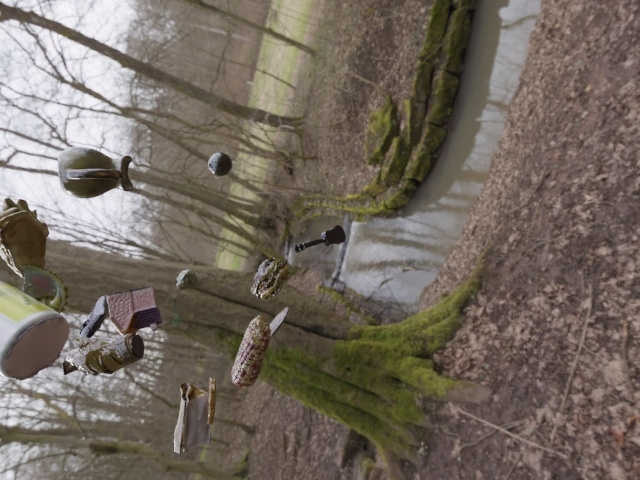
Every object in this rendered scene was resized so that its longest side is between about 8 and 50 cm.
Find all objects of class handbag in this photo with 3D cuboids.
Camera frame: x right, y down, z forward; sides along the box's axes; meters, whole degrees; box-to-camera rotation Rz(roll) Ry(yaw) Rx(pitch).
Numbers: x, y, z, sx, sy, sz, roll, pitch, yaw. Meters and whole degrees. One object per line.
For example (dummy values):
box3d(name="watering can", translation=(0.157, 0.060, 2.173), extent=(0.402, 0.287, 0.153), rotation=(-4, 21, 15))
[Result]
box3d(name="handbag", translation=(-1.241, 0.435, 2.228), extent=(0.211, 0.089, 0.254), rotation=(-55, 28, 0))

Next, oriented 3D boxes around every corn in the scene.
box3d(name="corn", translation=(-0.229, 0.377, 1.362), extent=(0.098, 0.098, 0.289), rotation=(-100, 29, -61))

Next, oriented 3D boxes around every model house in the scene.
box3d(name="model house", translation=(-0.945, 0.392, 2.075), extent=(0.237, 0.237, 0.202), rotation=(68, 152, 26))

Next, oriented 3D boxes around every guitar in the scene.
box3d(name="guitar", translation=(0.001, 0.000, 1.737), extent=(0.038, 0.271, 0.083), rotation=(-26, 84, 51))

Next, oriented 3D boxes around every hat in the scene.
box3d(name="hat", translation=(-0.731, 0.220, 2.283), extent=(0.081, 0.166, 0.122), rotation=(-28, 63, 22))

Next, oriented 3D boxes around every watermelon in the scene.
box3d(name="watermelon", translation=(-0.441, -0.349, 1.826), extent=(0.133, 0.105, 0.105), rotation=(-35, -10, -31))

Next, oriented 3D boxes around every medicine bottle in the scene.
box3d(name="medicine bottle", translation=(-0.984, 0.245, 1.229), extent=(0.213, 0.379, 0.213), rotation=(-60, -15, -27))

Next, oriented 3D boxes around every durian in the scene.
box3d(name="durian", translation=(-1.186, 0.255, 1.718), extent=(0.166, 0.172, 0.305), rotation=(24, -101, -74))

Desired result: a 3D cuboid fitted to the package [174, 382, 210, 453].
box3d(name="package", translation=(-0.732, 0.979, 2.219), extent=(0.165, 0.222, 0.310), rotation=(-10, -71, -56))

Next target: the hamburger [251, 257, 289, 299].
box3d(name="hamburger", translation=(-0.227, 0.159, 1.757), extent=(0.183, 0.130, 0.206), rotation=(-54, 11, -25))

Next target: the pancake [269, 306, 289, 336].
box3d(name="pancake", translation=(-0.213, 0.401, 1.946), extent=(0.199, 0.021, 0.199), rotation=(-49, 9, 11))

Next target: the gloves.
box3d(name="gloves", translation=(-0.873, 0.457, 1.615), extent=(0.154, 0.332, 0.141), rotation=(64, -165, -48))

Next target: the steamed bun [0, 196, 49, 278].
box3d(name="steamed bun", translation=(-1.302, -0.038, 1.755), extent=(0.247, 0.189, 0.427), rotation=(-50, -9, -35))

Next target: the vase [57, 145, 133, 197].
box3d(name="vase", translation=(-1.027, -0.307, 1.861), extent=(0.329, 0.303, 0.240), rotation=(-156, 67, -63))

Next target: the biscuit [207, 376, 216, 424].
box3d(name="biscuit", translation=(-0.542, 0.790, 2.023), extent=(0.184, 0.035, 0.248), rotation=(-132, 47, -67))

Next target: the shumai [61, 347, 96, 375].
box3d(name="shumai", translation=(-1.134, 0.560, 1.923), extent=(0.206, 0.176, 0.166), rotation=(137, 130, -74))

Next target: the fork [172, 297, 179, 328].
box3d(name="fork", translation=(-0.779, 0.379, 2.171), extent=(0.021, 0.039, 0.235), rotation=(-40, 37, 9))
